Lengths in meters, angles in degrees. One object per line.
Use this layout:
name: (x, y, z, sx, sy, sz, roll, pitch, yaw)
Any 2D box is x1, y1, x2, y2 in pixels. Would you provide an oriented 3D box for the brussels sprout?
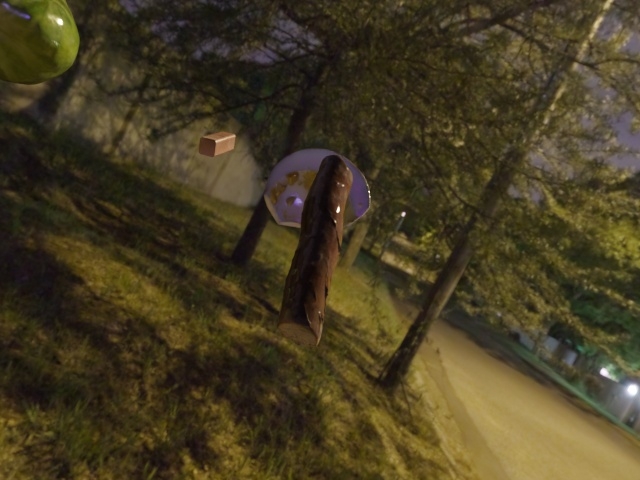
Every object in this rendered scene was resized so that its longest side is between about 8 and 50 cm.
brussels sprout: (-0.594, -0.417, 0.919, 0.271, 0.210, 0.220, 30, 30, -56)

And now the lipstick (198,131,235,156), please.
lipstick: (-0.261, -0.248, 1.285, 0.045, 0.045, 0.145, 15, 20, 5)

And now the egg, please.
egg: (-0.008, -0.117, 1.330, 0.270, 0.207, 0.162, 11, -26, 1)

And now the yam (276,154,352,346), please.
yam: (0.000, 0.000, 0.552, 0.056, 0.241, 0.057, 8, -37, 6)
